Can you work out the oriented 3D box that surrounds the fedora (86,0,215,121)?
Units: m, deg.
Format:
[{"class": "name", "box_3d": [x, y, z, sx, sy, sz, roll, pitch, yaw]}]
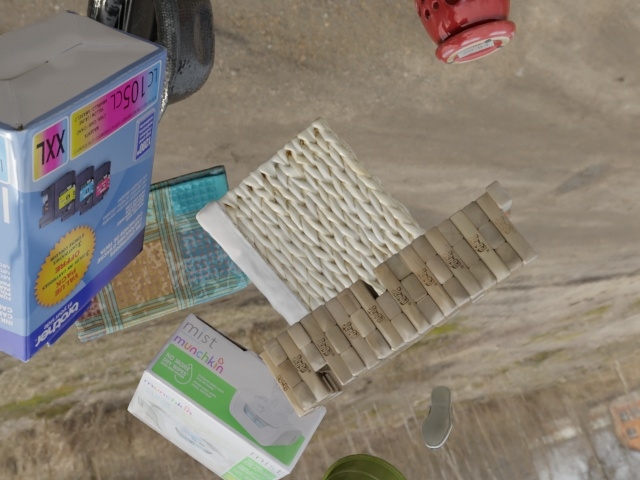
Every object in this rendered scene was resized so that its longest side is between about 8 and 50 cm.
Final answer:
[{"class": "fedora", "box_3d": [-0.287, -0.350, 1.169, 0.153, 0.334, 0.334, -16, 163, -42]}]

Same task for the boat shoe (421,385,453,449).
[{"class": "boat shoe", "box_3d": [0.188, 0.287, 1.047, 0.046, 0.125, 0.038, -4, 121, 16]}]

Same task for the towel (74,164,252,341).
[{"class": "towel", "box_3d": [-0.330, 0.024, 1.318, 0.370, 0.271, 0.040, -19, -162, -24]}]

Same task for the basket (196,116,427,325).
[{"class": "basket", "box_3d": [0.000, 0.000, 1.170, 0.266, 0.331, 0.328, -43, 178, -1]}]

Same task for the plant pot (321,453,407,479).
[{"class": "plant pot", "box_3d": [0.018, 0.202, 0.461, 0.083, 0.083, 0.079, -29, 167, 23]}]

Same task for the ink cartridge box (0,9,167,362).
[{"class": "ink cartridge box", "box_3d": [-0.338, -0.045, 0.817, 0.270, 0.151, 0.395, -57, 170, -51]}]

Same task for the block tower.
[{"class": "block tower", "box_3d": [0.091, 0.074, 0.757, 0.335, 0.097, 0.091, -37, 164, 5]}]

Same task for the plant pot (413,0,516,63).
[{"class": "plant pot", "box_3d": [0.301, -0.470, 1.362, 0.191, 0.174, 0.191, -16, 178, 0]}]

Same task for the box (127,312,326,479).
[{"class": "box", "box_3d": [-0.157, 0.270, 1.066, 0.126, 0.262, 0.231, -55, -178, -35]}]
